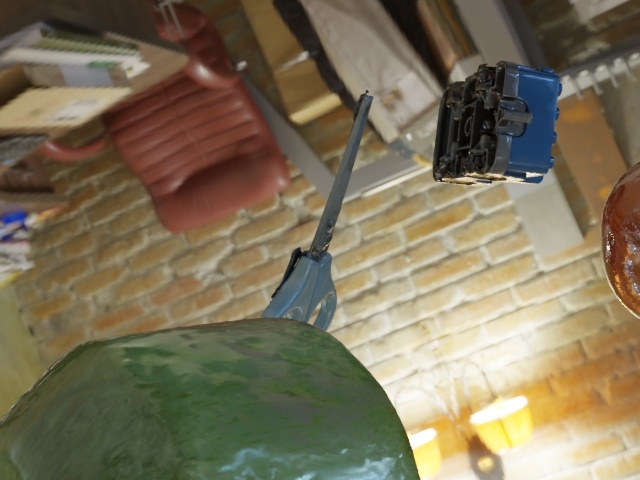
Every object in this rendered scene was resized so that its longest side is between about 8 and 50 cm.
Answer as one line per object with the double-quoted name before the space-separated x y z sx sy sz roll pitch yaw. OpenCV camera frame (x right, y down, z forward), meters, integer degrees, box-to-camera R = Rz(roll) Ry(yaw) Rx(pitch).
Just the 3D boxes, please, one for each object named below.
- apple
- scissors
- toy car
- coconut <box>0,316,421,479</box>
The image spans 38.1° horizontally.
"apple" 0.521 0.013 1.448 0.163 0.293 0.251 -15 -168 36
"scissors" -0.001 -0.001 1.063 0.029 0.360 0.191 24 -161 23
"toy car" 0.168 -0.099 0.847 0.100 0.097 0.191 7 180 -11
"coconut" -0.066 0.203 0.633 0.328 0.328 0.281 -16 147 -49
